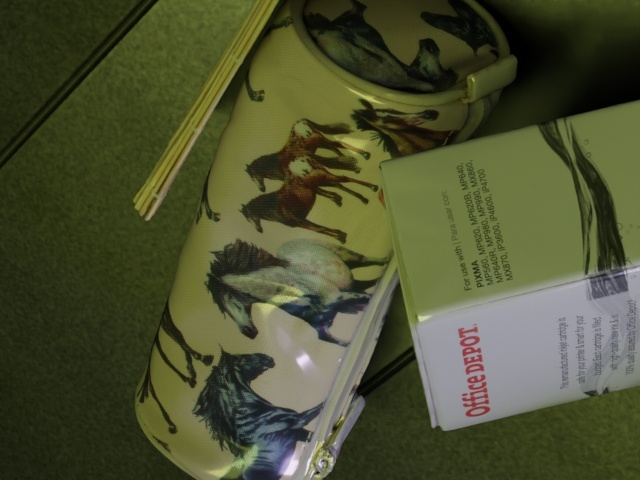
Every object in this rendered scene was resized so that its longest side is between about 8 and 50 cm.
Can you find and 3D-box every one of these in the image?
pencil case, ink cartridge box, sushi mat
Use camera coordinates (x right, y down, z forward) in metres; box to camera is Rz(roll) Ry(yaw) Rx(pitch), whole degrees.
[{"bbox_3d":[0.000,0.000,1.365,0.183,0.160,0.410,34,127,17],"label":"pencil case"},{"bbox_3d":[0.183,0.010,1.192,0.272,0.114,0.197,-14,154,1],"label":"ink cartridge box"},{"bbox_3d":[-0.038,-0.163,1.301,0.019,0.151,0.316,30,127,-6],"label":"sushi mat"}]
